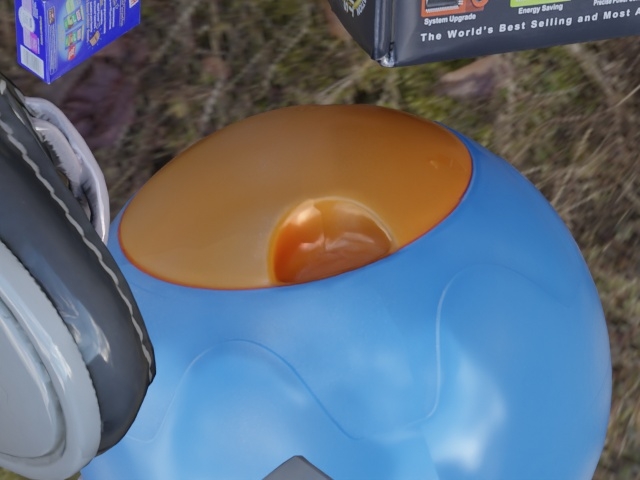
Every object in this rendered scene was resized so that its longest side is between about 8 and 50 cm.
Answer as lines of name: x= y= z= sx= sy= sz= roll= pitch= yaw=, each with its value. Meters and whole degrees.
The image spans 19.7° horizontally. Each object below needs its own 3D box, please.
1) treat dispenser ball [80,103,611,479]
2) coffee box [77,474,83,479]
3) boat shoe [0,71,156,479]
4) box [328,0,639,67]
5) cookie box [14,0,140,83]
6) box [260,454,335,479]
treat dispenser ball: x=0.009 y=0.071 z=0.976 sx=0.288 sy=0.288 sz=0.288 roll=3 pitch=101 yaw=16
coffee box: x=-0.049 y=0.203 z=1.421 sx=0.246 sy=0.098 sz=0.141 roll=-4 pitch=128 yaw=42
boat shoe: x=-0.131 y=-0.033 z=0.570 sx=0.335 sy=0.095 sz=0.112 roll=26 pitch=138 yaw=48
box: x=0.201 y=-0.265 z=0.908 sx=0.394 sy=0.097 sz=0.318 roll=-8 pitch=120 yaw=-16
cookie box: x=-0.196 y=-0.193 z=1.495 sx=0.040 sy=0.107 sz=0.092 roll=36 pitch=144 yaw=23
box: x=0.028 y=0.264 z=0.450 sx=0.215 sy=0.168 sz=0.345 roll=-36 pitch=110 yaw=-13
